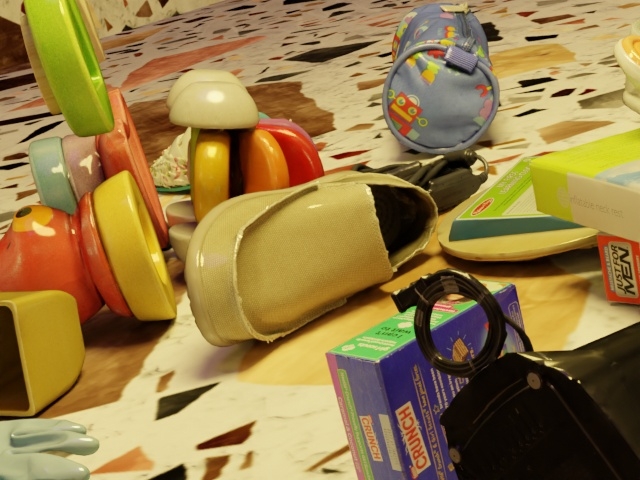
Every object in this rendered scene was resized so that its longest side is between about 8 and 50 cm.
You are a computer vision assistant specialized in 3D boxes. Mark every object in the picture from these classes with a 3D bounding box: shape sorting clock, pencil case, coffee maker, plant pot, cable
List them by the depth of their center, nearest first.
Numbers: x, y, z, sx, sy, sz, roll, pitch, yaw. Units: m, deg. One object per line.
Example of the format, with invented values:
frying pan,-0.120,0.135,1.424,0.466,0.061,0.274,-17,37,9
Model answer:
coffee maker,0.151,0.062,0.553,0.178,0.171,0.120,-22,2,-37
plant pot,-0.213,0.072,0.958,0.082,0.081,0.083,-3,11,29
shape sorting clock,0.192,-0.027,1.062,0.206,0.040,0.206,-13,19,5
cable,0.050,-0.047,1.227,0.184,0.047,0.151,-23,19,-31
pencil case,0.135,-0.188,1.506,0.119,0.133,0.306,22,18,-2

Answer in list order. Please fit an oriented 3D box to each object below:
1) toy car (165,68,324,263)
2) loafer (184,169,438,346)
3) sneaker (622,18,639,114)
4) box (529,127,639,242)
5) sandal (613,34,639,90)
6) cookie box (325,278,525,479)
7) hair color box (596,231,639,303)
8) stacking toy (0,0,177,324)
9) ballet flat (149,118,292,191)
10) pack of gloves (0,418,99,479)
toy car,-0.065,-0.063,1.182,0.136,0.159,0.182,-1,14,-8
loafer,0.000,0.000,1.001,0.092,0.101,0.268,-8,15,35
sneaker,0.347,-0.099,1.125,0.094,0.091,0.258,-14,37,-20
box,0.225,-0.037,0.875,0.109,0.042,0.178,-17,16,-16
sandal,0.333,-0.101,0.942,0.265,0.076,0.102,18,35,-18
cookie box,0.062,0.080,0.698,0.107,0.091,0.040,-25,18,-39
hair color box,0.273,0.008,0.862,0.167,0.053,0.093,6,24,45
stacking toy,-0.224,-0.072,1.119,0.130,0.279,0.309,-19,15,-2
ballet flat,-0.100,-0.095,1.450,0.241,0.077,0.091,2,22,41
pack of gloves,-0.234,0.173,0.723,0.232,0.046,0.195,-9,27,22
